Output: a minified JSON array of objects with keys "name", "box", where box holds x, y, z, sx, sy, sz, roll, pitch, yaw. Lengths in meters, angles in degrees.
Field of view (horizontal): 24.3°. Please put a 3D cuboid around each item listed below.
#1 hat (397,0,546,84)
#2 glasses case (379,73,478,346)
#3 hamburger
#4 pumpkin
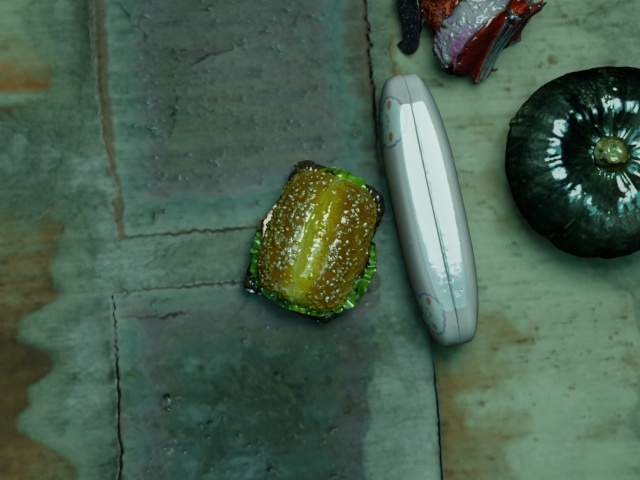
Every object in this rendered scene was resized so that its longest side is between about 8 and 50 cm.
[{"name":"hat","box":[0.133,-0.283,1.628,0.129,0.140,0.227,-37,74,-15]},{"name":"glasses case","box":[0.116,-0.033,1.601,0.075,0.113,0.297,-11,85,-1]},{"name":"hamburger","box":[0.000,0.000,1.607,0.137,0.087,0.166,23,84,0]},{"name":"pumpkin","box":[0.302,-0.086,1.593,0.211,0.152,0.212,0,90,-16]}]
